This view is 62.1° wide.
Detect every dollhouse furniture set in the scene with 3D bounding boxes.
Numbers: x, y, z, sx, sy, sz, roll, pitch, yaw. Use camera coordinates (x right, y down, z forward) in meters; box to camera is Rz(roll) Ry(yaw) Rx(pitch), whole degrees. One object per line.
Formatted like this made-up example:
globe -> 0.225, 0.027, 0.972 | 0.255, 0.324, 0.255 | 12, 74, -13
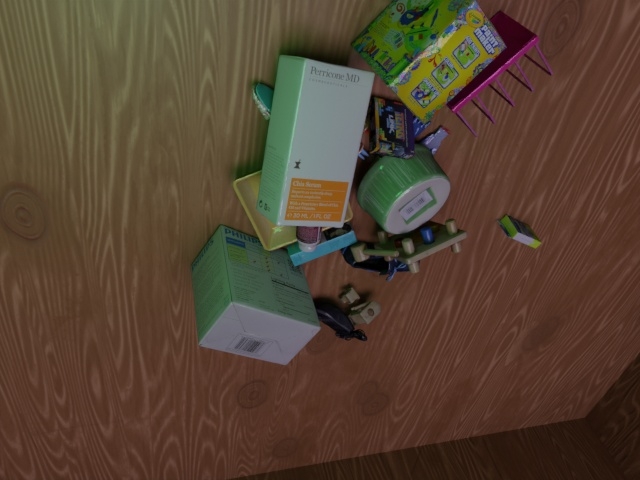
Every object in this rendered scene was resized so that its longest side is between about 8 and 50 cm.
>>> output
dollhouse furniture set -> 0.142, 0.271, 2.254 | 0.101, 0.161, 0.182 | -39, -174, -29

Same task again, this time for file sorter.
file sorter -> 0.508, -0.487, 1.597 | 0.290, 0.202, 0.182 | -41, 132, 17

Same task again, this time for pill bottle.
pill bottle -> -0.038, -0.038, 1.776 | 0.086, 0.086, 0.152 | -6, 131, -14

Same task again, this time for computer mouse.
computer mouse -> 0.066, 0.329, 2.229 | 0.272, 0.072, 0.188 | 40, 154, -29

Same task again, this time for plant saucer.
plant saucer -> -0.087, -0.151, 1.772 | 0.332, 0.081, 0.333 | -21, 134, 0

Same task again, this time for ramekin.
ramekin -> 0.288, -0.161, 1.786 | 0.303, 0.148, 0.303 | -24, 148, -16

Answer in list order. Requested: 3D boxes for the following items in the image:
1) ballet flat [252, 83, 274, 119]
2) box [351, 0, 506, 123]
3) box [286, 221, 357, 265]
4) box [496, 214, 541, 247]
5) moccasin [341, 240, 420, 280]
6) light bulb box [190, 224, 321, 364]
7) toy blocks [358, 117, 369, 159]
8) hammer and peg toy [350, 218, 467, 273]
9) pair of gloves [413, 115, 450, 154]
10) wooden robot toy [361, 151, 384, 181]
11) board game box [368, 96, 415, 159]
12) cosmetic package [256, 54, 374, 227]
ballet flat -> -0.119, -0.370, 1.573 | 0.241, 0.091, 0.077 | 31, 148, -32
box -> 0.276, -0.521, 1.420 | 0.279, 0.290, 0.177 | -43, 130, 17
box -> 0.000, 0.000, 1.922 | 0.244, 0.100, 0.060 | -22, 133, 0
box -> 0.808, -0.037, 2.160 | 0.178, 0.109, 0.042 | 18, 126, -31
moccasin -> 0.242, 0.094, 2.076 | 0.342, 0.117, 0.138 | 4, 129, -22
light bulb box -> -0.231, 0.191, 1.832 | 0.358, 0.361, 0.225 | 23, 121, -33
toy blocks -> 0.126, -0.333, 1.702 | 0.123, 0.054, 0.148 | -42, 130, 19
hammer and peg toy -> 0.311, 0.025, 1.899 | 0.361, 0.266, 0.127 | -24, 109, -17
pair of gloves -> 0.334, -0.349, 1.783 | 0.198, 0.023, 0.159 | 28, 115, -37
wooden robot toy -> 0.182, -0.267, 1.790 | 0.079, 0.076, 0.173 | 38, 116, -1
board game box -> 0.220, -0.346, 1.648 | 0.141, 0.170, 0.048 | 5, 165, -22
cosmetic package -> -0.021, -0.274, 1.518 | 0.230, 0.161, 0.453 | 0, 110, -31
